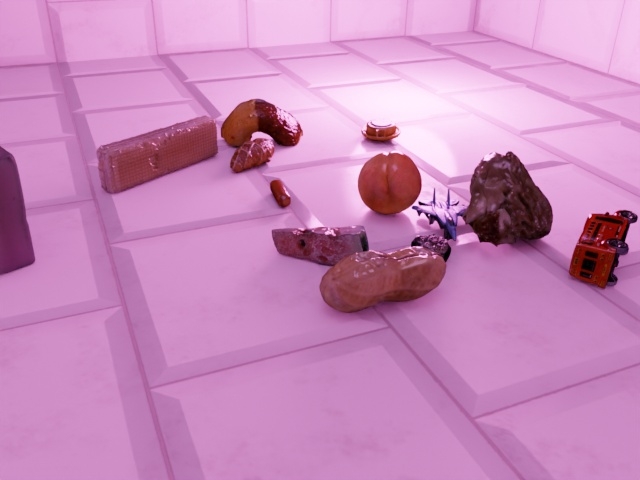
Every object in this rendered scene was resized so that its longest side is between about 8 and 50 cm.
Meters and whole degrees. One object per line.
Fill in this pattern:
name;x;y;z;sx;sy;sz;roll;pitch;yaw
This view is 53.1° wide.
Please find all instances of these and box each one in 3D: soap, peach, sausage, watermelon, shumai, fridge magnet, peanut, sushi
soap;-0.800;-0.106;1.524;0.107;0.286;0.296;-22;35;-39
peach;0.191;-0.156;1.760;0.184;0.184;0.184;1;29;0
sausage;-0.115;-0.136;1.843;0.039;0.041;0.131;-3;29;-17
watermelon;0.000;0.000;1.575;0.241;0.095;0.154;1;22;6
shumai;0.452;-0.078;1.631;0.218;0.256;0.189;-39;3;-24
fridge magnet;0.218;-0.398;2.304;0.143;0.063;0.143;-2;31;1
peanut;0.138;0.078;1.384;0.290;0.130;0.130;-8;30;-20
sushi;0.272;0.020;1.559;0.083;0.056;0.084;16;33;25

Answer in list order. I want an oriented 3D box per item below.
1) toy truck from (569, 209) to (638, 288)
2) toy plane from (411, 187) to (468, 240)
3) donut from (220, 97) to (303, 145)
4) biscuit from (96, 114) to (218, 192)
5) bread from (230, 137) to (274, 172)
toy truck;0.681;0.007;1.542;0.114;0.108;0.252;17;33;25
toy plane;0.330;-0.055;1.681;0.169;0.078;0.246;0;36;-1
donut;-0.201;-0.401;2.221;0.294;0.151;0.112;-2;39;-7
biscuit;-0.495;-0.277;1.986;0.078;0.144;0.426;23;36;32
bread;-0.216;-0.288;2.084;0.104;0.076;0.233;13;33;25
